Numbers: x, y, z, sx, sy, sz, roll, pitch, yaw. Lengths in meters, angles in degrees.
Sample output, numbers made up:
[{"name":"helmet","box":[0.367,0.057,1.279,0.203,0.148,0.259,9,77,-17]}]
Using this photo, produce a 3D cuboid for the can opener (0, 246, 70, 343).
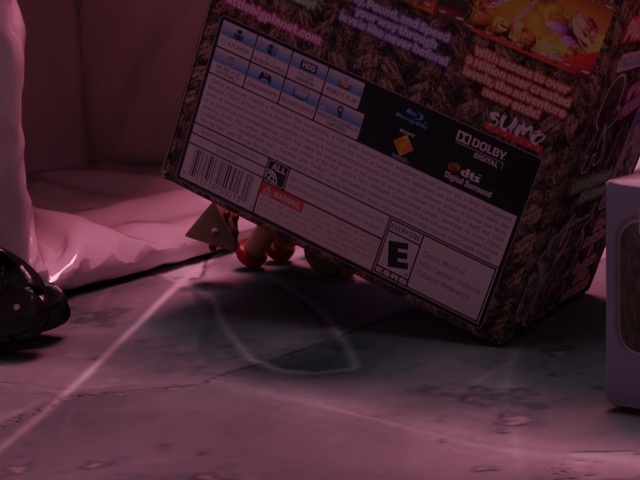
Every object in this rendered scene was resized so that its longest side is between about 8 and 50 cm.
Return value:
[{"name":"can opener","box":[-0.235,0.041,1.007,0.186,0.073,0.059,-4,50,6]}]

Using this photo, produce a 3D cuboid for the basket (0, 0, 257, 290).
[{"name":"basket","box":[-0.186,-0.155,1.262,0.266,0.328,0.331,5,13,39]}]

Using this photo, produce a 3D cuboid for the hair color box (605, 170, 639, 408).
[{"name":"hair color box","box":[0.318,0.002,0.927,0.185,0.113,0.374,7,15,38]}]

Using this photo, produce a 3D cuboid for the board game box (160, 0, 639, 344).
[{"name":"board game box","box":[0.074,-0.129,1.022,0.232,0.291,0.141,27,23,21]}]

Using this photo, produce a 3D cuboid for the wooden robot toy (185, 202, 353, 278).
[{"name":"wooden robot toy","box":[0.000,0.000,1.173,0.173,0.076,0.079,-12,50,-42]}]
